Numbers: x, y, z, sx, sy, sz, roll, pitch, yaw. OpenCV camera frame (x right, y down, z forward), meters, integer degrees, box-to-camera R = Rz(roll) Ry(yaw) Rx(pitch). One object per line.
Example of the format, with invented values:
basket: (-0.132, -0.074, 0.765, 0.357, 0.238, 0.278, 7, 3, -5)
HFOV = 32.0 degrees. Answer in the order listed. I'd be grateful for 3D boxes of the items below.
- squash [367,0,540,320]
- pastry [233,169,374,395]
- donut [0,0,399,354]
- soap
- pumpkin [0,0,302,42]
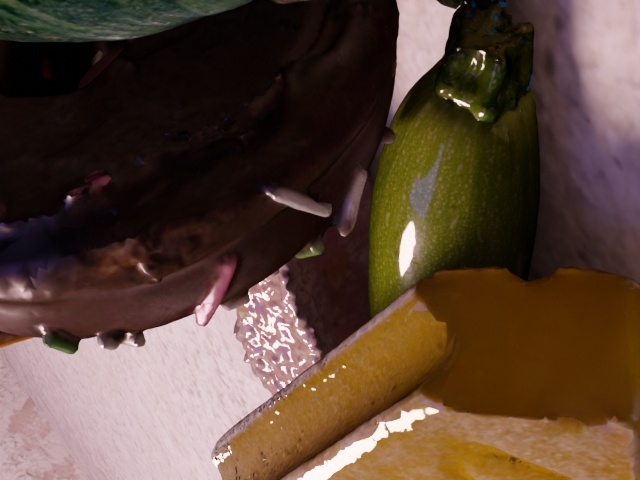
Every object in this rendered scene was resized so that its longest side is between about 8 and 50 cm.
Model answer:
squash: (0.065, 0.012, 0.557, 0.087, 0.087, 0.331, 43, 151, 34)
pastry: (-0.011, -0.005, 0.664, 0.112, 0.103, 0.265, 16, 128, 36)
donut: (-0.090, -0.067, 0.488, 0.270, 0.270, 0.103, 40, 159, 39)
soap: (0.067, 0.105, 0.534, 0.160, 0.080, 0.257, 24, 141, -20)
pumpkin: (-0.093, -0.189, 0.349, 0.293, 0.197, 0.263, -105, -5, -59)
